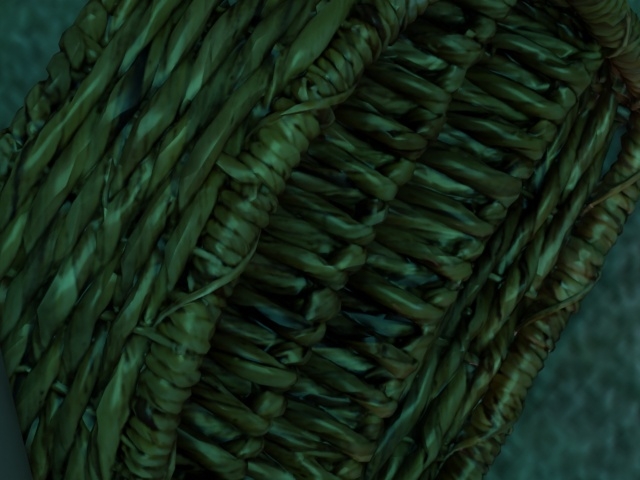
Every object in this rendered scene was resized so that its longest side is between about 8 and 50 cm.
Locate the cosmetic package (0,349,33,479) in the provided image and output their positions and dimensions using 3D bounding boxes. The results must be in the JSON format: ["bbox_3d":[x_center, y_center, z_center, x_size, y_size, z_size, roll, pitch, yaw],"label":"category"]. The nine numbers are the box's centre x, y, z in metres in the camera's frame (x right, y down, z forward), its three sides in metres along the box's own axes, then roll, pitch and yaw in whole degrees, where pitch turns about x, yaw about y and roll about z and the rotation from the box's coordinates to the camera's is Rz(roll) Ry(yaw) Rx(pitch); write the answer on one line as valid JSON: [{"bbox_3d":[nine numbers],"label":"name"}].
[{"bbox_3d":[-0.209,0.108,0.595,0.224,0.138,0.224,-10,103,9],"label":"cosmetic package"}]

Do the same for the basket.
[{"bbox_3d":[0.000,0.000,0.730,0.223,0.213,0.299,31,83,3],"label":"basket"}]
